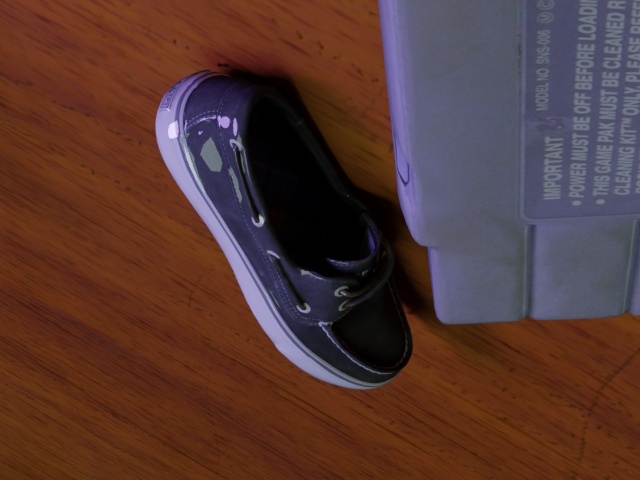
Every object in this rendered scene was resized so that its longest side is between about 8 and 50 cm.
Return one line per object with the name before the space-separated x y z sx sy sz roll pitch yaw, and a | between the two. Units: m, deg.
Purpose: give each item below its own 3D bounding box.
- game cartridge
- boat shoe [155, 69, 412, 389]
game cartridge | 0.130 -0.088 0.444 0.230 0.068 0.355 1 147 7
boat shoe | 0.000 0.000 0.838 0.076 0.080 0.228 5 136 46
